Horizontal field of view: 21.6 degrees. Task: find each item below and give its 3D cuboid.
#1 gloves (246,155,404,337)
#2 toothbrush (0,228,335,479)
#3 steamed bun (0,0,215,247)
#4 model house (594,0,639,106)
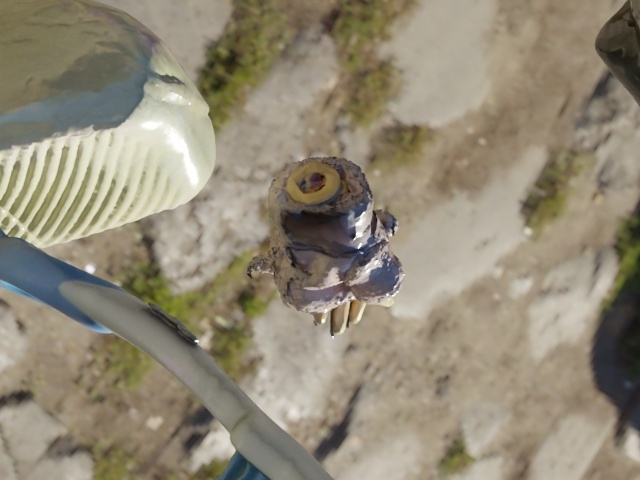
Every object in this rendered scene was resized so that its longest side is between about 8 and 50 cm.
[{"bbox_3d":[0.008,-0.002,1.236,0.144,0.110,0.094,108,-12,-54],"label":"gloves"},{"bbox_3d":[-0.097,0.009,0.595,0.040,0.386,0.040,-17,124,-28],"label":"toothbrush"},{"bbox_3d":[-0.197,-0.090,1.112,0.239,0.152,0.170,-16,157,10],"label":"steamed bun"},{"bbox_3d":[0.163,-0.046,0.426,0.122,0.229,0.188,-27,132,-15],"label":"model house"}]
